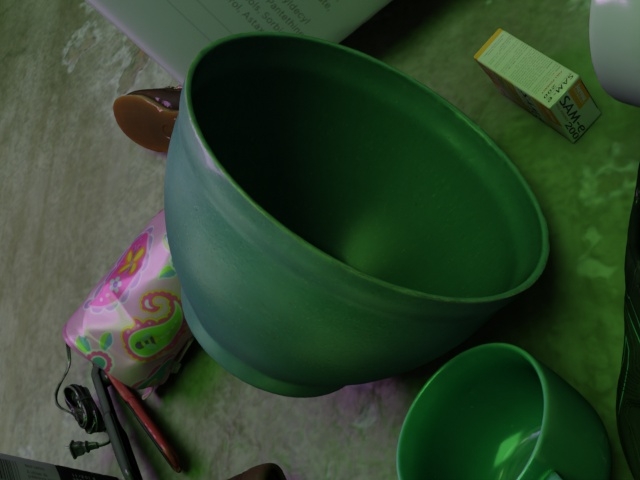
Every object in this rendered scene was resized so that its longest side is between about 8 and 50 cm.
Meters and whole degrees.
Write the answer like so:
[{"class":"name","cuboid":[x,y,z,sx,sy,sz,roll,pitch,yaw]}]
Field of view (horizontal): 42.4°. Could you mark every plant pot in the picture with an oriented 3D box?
[{"class":"plant pot","cuboid":[0.000,0.000,0.656,0.196,0.293,0.293,-58,42,35]}]

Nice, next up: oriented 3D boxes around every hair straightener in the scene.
[{"class":"hair straightener","cuboid":[-0.230,0.179,0.849,0.089,0.047,0.230,-33,46,-16]}]

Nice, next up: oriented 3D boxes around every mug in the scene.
[{"class":"mug","cuboid":[0.131,0.158,0.555,0.129,0.097,0.157,-38,29,28]}]

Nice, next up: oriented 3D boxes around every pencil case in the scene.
[{"class":"pencil case","cuboid":[-0.132,0.022,0.831,0.284,0.124,0.124,-51,48,6]}]

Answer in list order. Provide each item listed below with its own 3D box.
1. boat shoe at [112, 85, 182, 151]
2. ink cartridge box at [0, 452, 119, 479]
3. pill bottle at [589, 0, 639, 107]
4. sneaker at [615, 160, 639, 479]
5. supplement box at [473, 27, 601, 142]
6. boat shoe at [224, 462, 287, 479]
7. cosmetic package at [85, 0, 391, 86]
[{"class":"boat shoe","cuboid":[-0.158,-0.144,0.967,0.207,0.073,0.073,16,41,37]},{"class":"ink cartridge box","cuboid":[-0.372,0.354,0.802,0.371,0.176,0.069,-46,49,10]},{"class":"pill bottle","cuboid":[0.359,-0.120,0.466,0.363,0.210,0.210,26,85,42]},{"class":"sneaker","cuboid":[0.234,0.057,0.543,0.101,0.106,0.267,-8,65,33]},{"class":"supplement box","cuboid":[0.184,-0.132,0.702,0.036,0.062,0.098,-48,48,7]},{"class":"boat shoe","cuboid":[-0.031,0.321,0.602,0.123,0.123,0.342,-32,41,12]},{"class":"cosmetic package","cuboid":[-0.067,-0.402,0.811,0.394,0.327,0.329,-35,40,18]}]
